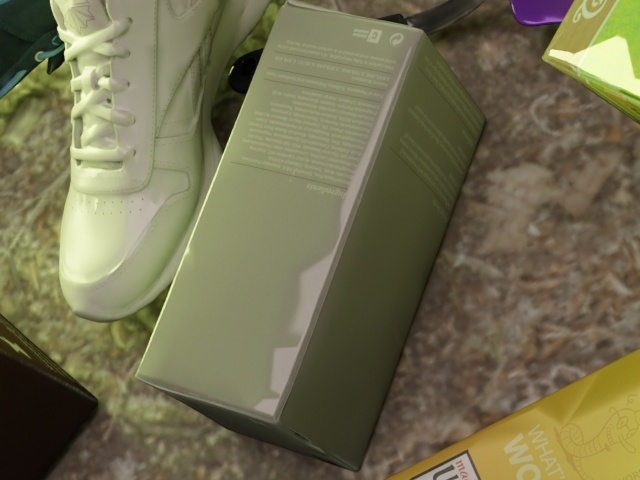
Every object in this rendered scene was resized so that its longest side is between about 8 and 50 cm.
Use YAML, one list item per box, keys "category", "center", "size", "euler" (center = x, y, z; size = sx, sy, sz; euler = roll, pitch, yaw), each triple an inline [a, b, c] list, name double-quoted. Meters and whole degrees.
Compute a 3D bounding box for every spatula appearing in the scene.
- category: "spatula"
  center: [0.069, -0.139, 0.990]
  size: [0.296, 0.030, 0.084]
  euler: [-17, 61, 28]

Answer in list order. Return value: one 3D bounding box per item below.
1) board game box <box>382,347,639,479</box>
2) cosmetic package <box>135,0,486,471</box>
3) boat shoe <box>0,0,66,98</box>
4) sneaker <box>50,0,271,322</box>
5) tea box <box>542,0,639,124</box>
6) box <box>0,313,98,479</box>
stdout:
- category: "board game box"
  center: [0.217, 0.160, 0.796]
  size: [0.316, 0.064, 0.242]
  euler: [-29, 61, 11]
- category: "cosmetic package"
  center: [0.000, 0.000, 0.923]
  size: [0.107, 0.127, 0.238]
  euler: [17, 76, 28]
- category: "boat shoe"
  center: [-0.208, -0.158, 1.106]
  size: [0.258, 0.089, 0.109]
  euler: [-33, 47, 15]
- category: "sneaker"
  center: [-0.125, -0.103, 0.996]
  size: [0.114, 0.152, 0.305]
  euler: [1, 72, 41]
- category: "tea box"
  center: [0.314, -0.123, 0.605]
  size: [0.329, 0.220, 0.323]
  euler: [-59, 26, 4]
- category: "box"
  center: [-0.340, 0.181, 0.995]
  size: [0.191, 0.143, 0.381]
  euler: [37, 89, 31]
